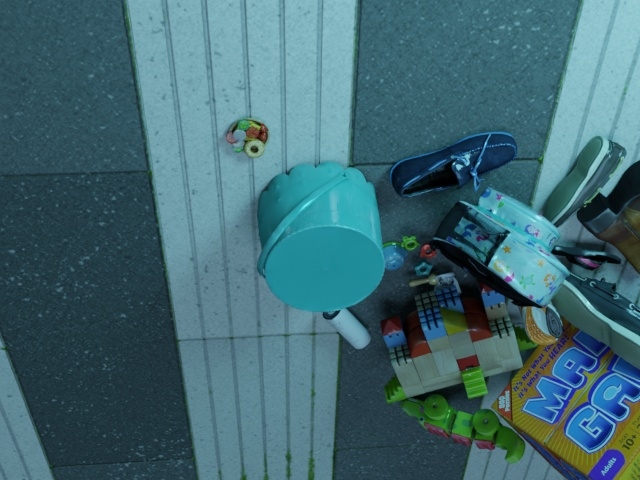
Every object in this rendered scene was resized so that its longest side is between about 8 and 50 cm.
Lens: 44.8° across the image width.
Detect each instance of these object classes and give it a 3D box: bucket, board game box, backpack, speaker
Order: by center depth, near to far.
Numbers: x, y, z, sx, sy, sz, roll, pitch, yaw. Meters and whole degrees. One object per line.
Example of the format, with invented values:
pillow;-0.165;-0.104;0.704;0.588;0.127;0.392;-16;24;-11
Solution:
backpack;0.382;0.021;1.575;0.191;0.253;0.225;-52;157;6
bucket;0.000;0.000;1.583;0.281;0.183;0.281;-3;131;-3
board game box;0.704;0.415;1.821;0.356;0.356;0.356;-50;125;-6
speaker;0.064;0.203;1.851;0.055;0.055;0.136;-30;127;19

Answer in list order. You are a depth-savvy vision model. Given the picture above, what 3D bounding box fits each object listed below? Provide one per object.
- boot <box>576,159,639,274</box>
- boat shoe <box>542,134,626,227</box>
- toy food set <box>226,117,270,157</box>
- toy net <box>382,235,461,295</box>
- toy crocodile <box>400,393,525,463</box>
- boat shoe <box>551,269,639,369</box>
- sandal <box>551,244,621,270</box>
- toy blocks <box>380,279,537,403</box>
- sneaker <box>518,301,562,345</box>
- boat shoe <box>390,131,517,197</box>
boot;0.741;-0.046;1.682;0.280;0.096;0.264;31;121;-29
boat shoe;0.545;-0.109;1.614;0.069;0.081;0.227;18;124;-16
toy food set;-0.139;-0.200;1.501;0.083;0.020;0.083;17;127;-20
toy net;0.240;0.058;1.755;0.232;0.045;0.122;28;121;-29
toy crocodile;0.365;0.482;2.010;0.340;0.105;0.115;12;155;30
boat shoe;0.631;0.144;1.721;0.113;0.340;0.127;-35;135;-15
sandal;0.592;0.043;1.763;0.179;0.040;0.067;8;167;-7
toy blocks;0.296;0.219;1.795;0.381;0.190;0.261;-17;132;9
sneaker;0.471;0.102;1.766;0.099;0.121;0.262;-14;99;7
boat shoe;0.273;-0.134;1.557;0.258;0.089;0.109;-21;130;12
